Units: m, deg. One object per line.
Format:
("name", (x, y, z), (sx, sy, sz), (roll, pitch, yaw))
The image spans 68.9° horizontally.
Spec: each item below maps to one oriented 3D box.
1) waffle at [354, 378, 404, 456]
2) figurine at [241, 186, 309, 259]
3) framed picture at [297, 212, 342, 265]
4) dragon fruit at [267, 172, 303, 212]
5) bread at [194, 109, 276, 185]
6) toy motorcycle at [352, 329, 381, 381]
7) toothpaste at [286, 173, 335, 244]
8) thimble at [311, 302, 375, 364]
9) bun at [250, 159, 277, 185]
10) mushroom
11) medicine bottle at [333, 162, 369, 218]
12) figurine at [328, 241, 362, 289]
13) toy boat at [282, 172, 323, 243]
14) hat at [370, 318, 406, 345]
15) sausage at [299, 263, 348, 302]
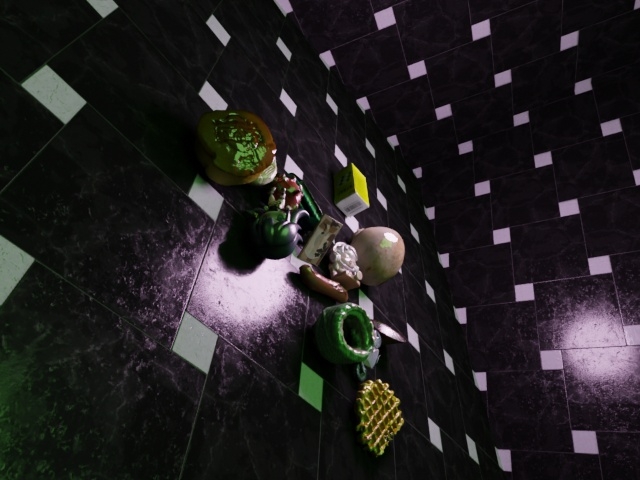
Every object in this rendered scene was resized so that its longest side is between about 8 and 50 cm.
("waffle", (0.213, 0.660, 1.734), (0.309, 0.065, 0.283), (38, 43, -35))
("figurine", (-0.152, -0.052, 1.626), (0.197, 0.175, 0.265), (58, 33, -23))
("framed picture", (0.000, 0.000, 1.863), (0.010, 0.201, 0.136), (34, 4, 37))
("dragon fruit", (-0.129, -0.143, 1.787), (0.137, 0.135, 0.236), (-119, -158, -87))
("bread", (-0.288, -0.315, 1.554), (0.269, 0.148, 0.270), (13, 63, -26))
("toy motorcycle", (0.155, 0.406, 1.839), (0.204, 0.108, 0.239), (55, 26, -18))
("toothpaste", (-0.039, -0.133, 2.038), (0.392, 0.061, 0.099), (52, 14, -27))
("thimble", (0.085, 0.337, 1.673), (0.219, 0.150, 0.219), (20, 60, -38))
("bun", (-0.249, -0.277, 1.725), (0.183, 0.102, 0.183), (20, 56, -33))
("mushroom", (0.237, 0.058, 2.218), (0.297, 0.297, 0.290), (41, -3, -39))
("medicine bottle", (0.157, -0.261, 2.449), (0.141, 0.137, 0.250), (43, 31, -37))
("figurine", (0.105, 0.098, 1.999), (0.162, 0.141, 0.237), (42, 32, -29))
("toy boat", (-0.089, -0.129, 1.895), (0.092, 0.134, 0.299), (-33, 92, -32))
("hat", (0.280, 0.436, 2.100), (0.193, 0.082, 0.193), (29, 5, -3))
("sausage", (0.017, 0.176, 1.838), (0.304, 0.078, 0.078), (34, 38, -45))
